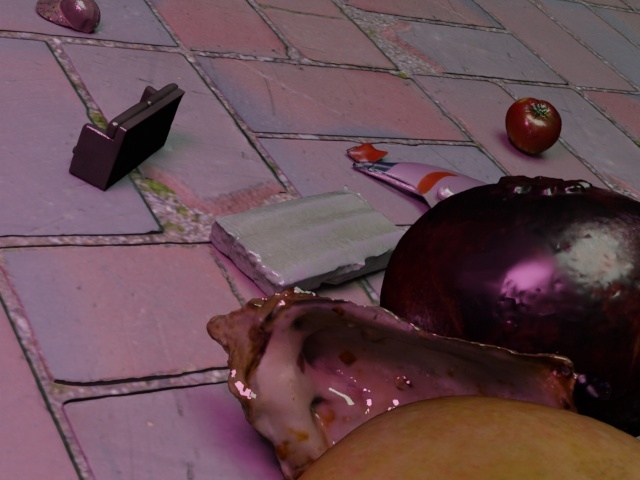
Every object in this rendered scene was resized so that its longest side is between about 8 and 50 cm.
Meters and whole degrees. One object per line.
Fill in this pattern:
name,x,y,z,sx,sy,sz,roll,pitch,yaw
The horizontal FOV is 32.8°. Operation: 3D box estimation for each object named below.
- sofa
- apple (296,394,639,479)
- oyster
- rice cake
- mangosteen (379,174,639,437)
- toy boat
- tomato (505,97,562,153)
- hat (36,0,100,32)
sofa,-0.214,-0.126,1.190,0.060,0.085,0.147,31,32,5
apple,0.098,0.239,0.643,0.277,0.319,0.319,43,35,22
oyster,0.063,0.166,0.882,0.361,0.221,0.096,15,5,19
rice cake,0.000,0.000,1.190,0.127,0.043,0.237,42,36,24
mangosteen,0.207,0.083,1.008,0.297,0.293,0.297,-17,20,6
toy boat,0.200,-0.051,1.405,0.219,0.072,0.318,-15,39,-43
tomato,0.319,-0.170,1.642,0.087,0.075,0.087,11,48,-13
hat,-0.329,-0.308,1.427,0.087,0.042,0.058,31,31,11
